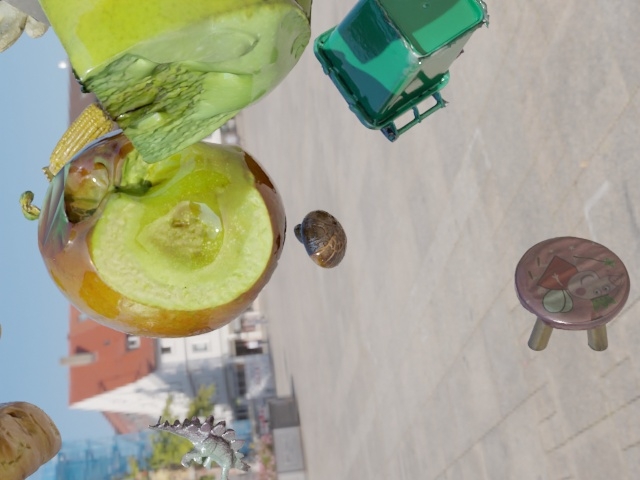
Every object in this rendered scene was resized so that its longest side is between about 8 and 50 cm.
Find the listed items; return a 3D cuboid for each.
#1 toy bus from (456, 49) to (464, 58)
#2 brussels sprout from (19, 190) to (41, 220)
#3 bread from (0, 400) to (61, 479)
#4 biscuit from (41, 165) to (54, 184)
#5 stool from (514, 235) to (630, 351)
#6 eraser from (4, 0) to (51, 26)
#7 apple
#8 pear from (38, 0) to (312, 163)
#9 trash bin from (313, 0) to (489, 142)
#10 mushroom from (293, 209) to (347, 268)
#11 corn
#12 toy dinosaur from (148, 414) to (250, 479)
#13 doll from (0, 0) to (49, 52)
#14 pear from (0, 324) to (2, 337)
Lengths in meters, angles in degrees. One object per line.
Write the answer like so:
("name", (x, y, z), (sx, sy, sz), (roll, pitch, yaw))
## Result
("toy bus", (0.298, -0.495, 2.168), (0.098, 0.178, 0.087), (52, -175, 38))
("brussels sprout", (-0.783, -0.094, 2.156), (0.046, 0.051, 0.083), (-55, -44, -67))
("bread", (-0.592, 0.367, 1.252), (0.148, 0.337, 0.328), (61, -178, -2))
("biscuit", (-0.688, -0.139, 2.294), (0.016, 0.144, 0.203), (-28, 90, 50))
("stool", (0.612, 0.142, 1.981), (0.178, 0.272, 0.272), (80, 179, -48))
("eraser", (-0.453, -0.505, 1.454), (0.111, 0.352, 0.077), (26, -136, -49))
("apple", (-0.257, -0.026, 1.300), (0.384, 0.374, 0.374), (-33, 51, 33))
("pear", (-0.161, -0.275, 0.987), (0.238, 0.318, 0.342), (62, 175, 9))
("trash bin", (0.177, -0.411, 1.704), (0.295, 0.259, 0.381), (55, 166, 0))
("mushroom", (0.006, -0.005, 1.547), (0.109, 0.085, 0.126), (51, -162, 19))
("corn", (-0.643, -0.276, 2.162), (0.097, 0.262, 0.097), (42, -163, -16))
("toy dinosaur", (-0.174, 0.300, 1.190), (0.082, 0.209, 0.039), (-55, 36, 0))
("doll", (-0.724, -0.578, 1.939), (0.175, 0.278, 0.149), (45, 176, -24))
("pear", (-0.600, 0.166, 1.394), (0.092, 0.092, 0.097), (-154, 70, -83))
